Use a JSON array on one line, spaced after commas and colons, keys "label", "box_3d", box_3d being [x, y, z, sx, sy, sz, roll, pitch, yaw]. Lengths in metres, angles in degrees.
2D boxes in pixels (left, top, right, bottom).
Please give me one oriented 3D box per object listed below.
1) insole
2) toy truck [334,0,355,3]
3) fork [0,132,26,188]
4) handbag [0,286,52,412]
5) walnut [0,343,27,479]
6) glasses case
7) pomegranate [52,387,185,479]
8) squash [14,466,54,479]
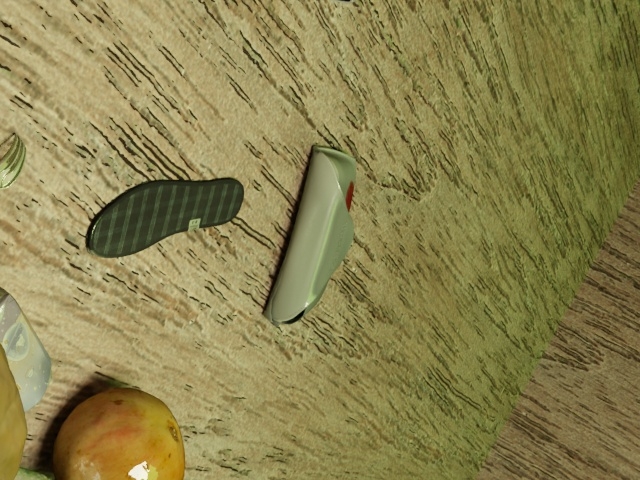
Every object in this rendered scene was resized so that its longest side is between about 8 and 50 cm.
[{"label": "insole", "box_3d": [-0.209, -0.036, 1.600, 0.309, 0.012, 0.110, -13, 122, -54]}, {"label": "toy truck", "box_3d": [0.041, -0.458, 1.581, 0.125, 0.101, 0.242, -38, 141, -57]}, {"label": "fork", "box_3d": [-0.400, -0.032, 1.276, 0.219, 0.028, 0.034, -52, 153, -20]}, {"label": "handbag", "box_3d": [-0.387, 0.141, 1.372, 0.117, 0.095, 0.173, -46, 144, -22]}, {"label": "walnut", "box_3d": [-0.459, 0.185, 1.047, 0.384, 0.384, 0.383, -38, 142, -38]}, {"label": "glasses case", "box_3d": [0.001, 0.000, 1.893, 0.128, 0.083, 0.308, -10, 122, -55]}, {"label": "pomegranate", "box_3d": [-0.281, 0.300, 1.582, 0.191, 0.191, 0.191, -38, 142, -38]}, {"label": "squash", "box_3d": [-0.438, 0.495, 1.445, 0.310, 0.310, 0.308, -17, 148, -53]}]
